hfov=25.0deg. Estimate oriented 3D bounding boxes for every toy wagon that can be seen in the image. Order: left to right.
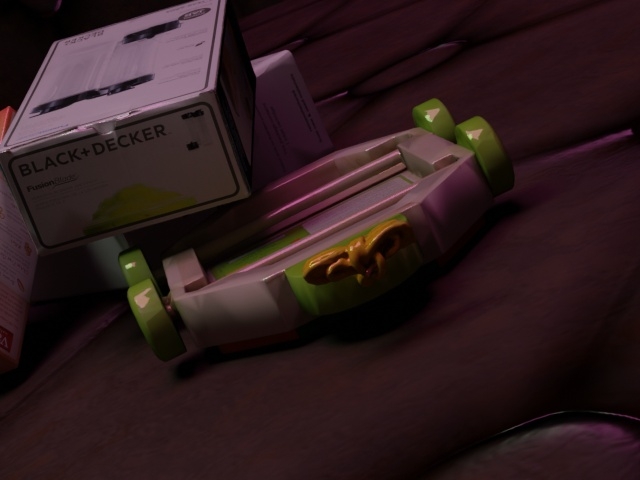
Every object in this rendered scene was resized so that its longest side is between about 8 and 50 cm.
[{"bbox_3d":[0.000,0.000,0.977,0.267,0.068,0.344,-27,15,-4],"label":"toy wagon"}]

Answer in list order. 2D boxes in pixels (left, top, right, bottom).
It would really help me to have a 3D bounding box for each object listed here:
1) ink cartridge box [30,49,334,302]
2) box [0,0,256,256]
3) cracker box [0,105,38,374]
[{"bbox_3d":[-0.153,-0.060,1.356,0.197,0.114,0.273,-9,21,47],"label":"ink cartridge box"},{"bbox_3d":[-0.143,-0.102,1.149,0.169,0.087,0.290,-16,23,4],"label":"box"},{"bbox_3d":[-0.307,0.018,1.192,0.156,0.067,0.232,-23,46,28],"label":"cracker box"}]
